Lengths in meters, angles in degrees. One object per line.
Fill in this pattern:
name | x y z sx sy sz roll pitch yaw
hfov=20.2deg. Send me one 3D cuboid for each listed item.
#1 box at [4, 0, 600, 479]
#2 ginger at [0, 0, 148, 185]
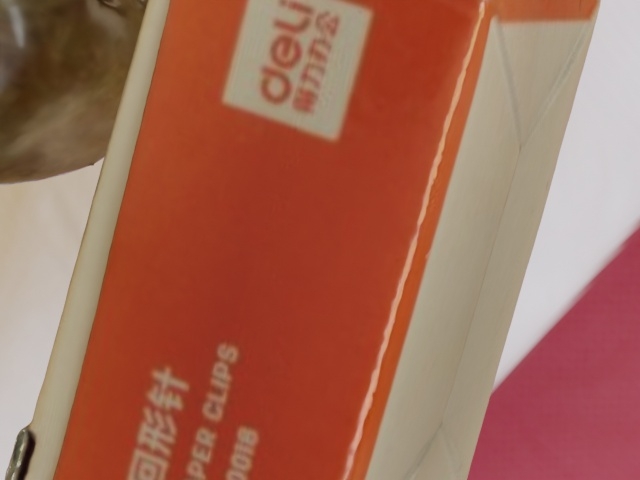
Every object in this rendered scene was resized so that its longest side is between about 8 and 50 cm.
box | 0.000 0.000 0.511 0.099 0.133 0.182 20 106 20
ginger | -0.099 -0.116 0.597 0.155 0.244 0.304 45 100 25
